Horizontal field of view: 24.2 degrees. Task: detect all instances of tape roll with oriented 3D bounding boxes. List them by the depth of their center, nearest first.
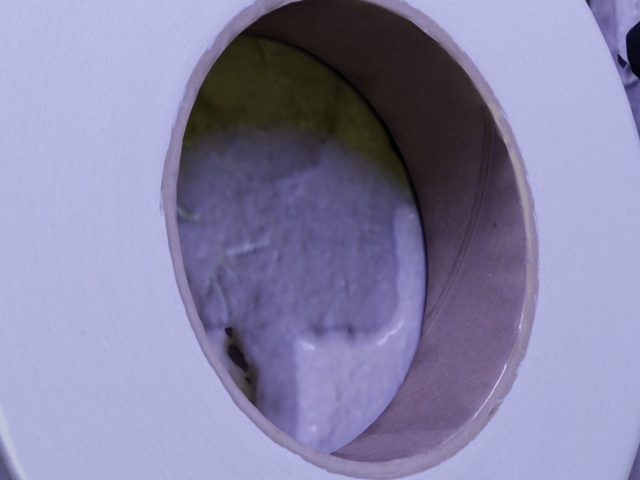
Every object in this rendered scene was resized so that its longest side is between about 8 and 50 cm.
[{"bbox_3d":[0.000,0.000,0.636,0.392,0.072,0.392,8,78,-40],"label":"tape roll"}]

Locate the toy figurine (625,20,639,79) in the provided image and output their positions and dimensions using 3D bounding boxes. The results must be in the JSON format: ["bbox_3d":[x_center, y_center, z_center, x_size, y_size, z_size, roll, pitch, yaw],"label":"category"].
[{"bbox_3d":[0.254,-0.017,0.753,0.148,0.213,0.210,1,105,-41],"label":"toy figurine"}]
